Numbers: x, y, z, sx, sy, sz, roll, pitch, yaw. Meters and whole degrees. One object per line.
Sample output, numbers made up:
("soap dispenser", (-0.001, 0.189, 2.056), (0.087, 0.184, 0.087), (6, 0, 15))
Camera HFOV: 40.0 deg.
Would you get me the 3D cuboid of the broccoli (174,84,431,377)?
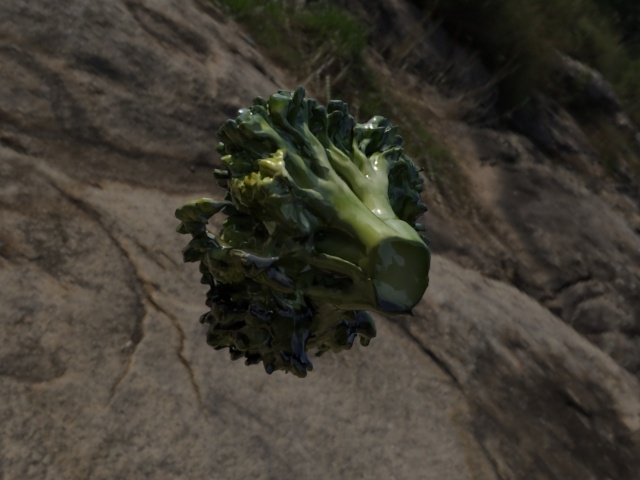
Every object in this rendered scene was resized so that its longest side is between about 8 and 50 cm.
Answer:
("broccoli", (-0.013, -0.006, 1.041), (0.323, 0.334, 0.272), (19, 3, -13))
